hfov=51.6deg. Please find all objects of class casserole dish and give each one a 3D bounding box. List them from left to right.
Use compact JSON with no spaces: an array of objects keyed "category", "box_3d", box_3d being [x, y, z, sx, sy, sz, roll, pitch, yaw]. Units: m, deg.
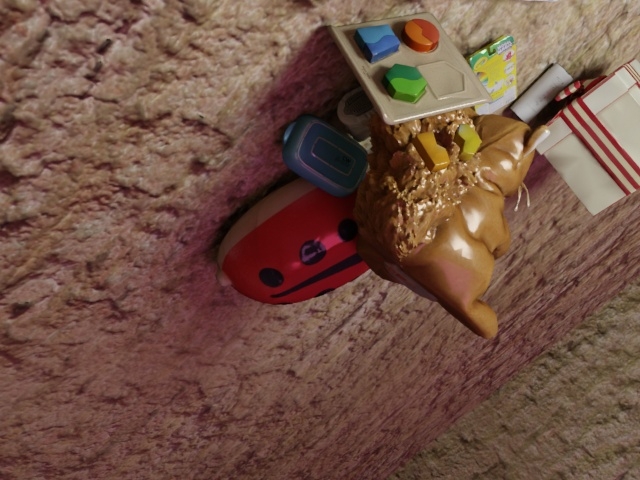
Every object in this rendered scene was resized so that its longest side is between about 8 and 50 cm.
[{"category":"casserole dish","box_3d":[0.017,-0.154,1.218,0.188,0.037,0.114,29,83,-28]}]

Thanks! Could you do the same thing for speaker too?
[{"category":"speaker","box_3d":[0.483,-0.320,1.453,0.136,0.055,0.055,-46,144,19]}]

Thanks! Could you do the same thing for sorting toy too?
[{"category":"sorting toy","box_3d":[0.170,-0.253,1.061,0.229,0.307,0.041,-15,154,-26]}]

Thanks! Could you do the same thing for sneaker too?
[{"category":"sneaker","box_3d":[0.144,-0.262,1.242,0.232,0.090,0.115,-24,153,2]}]

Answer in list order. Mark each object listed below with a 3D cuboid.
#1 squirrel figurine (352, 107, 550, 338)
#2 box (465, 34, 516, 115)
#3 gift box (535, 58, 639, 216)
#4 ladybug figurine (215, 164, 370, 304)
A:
[{"category":"squirrel figurine","box_3d":[0.237,-0.097,1.167,0.370,0.281,0.397,-53,136,-8]},{"category":"box","box_3d":[0.341,-0.331,1.337,0.105,0.043,0.179,-31,148,-3]},{"category":"gift box","box_3d":[0.611,-0.226,1.448,0.276,0.258,0.255,-39,175,35]},{"category":"ladybug figurine","box_3d":[0.000,0.000,1.369,0.450,0.161,0.305,-28,146,-7]}]
